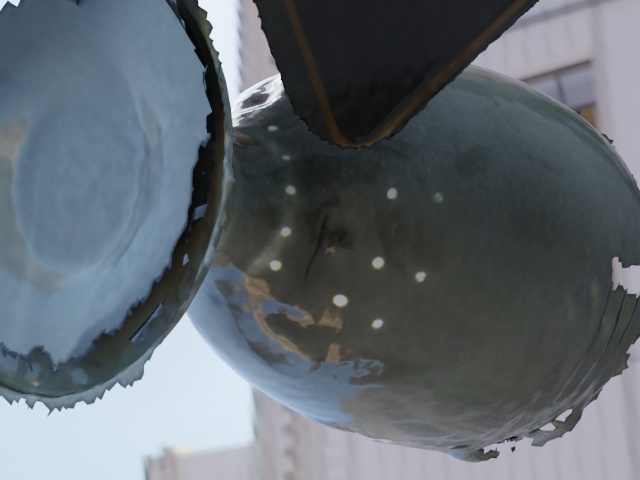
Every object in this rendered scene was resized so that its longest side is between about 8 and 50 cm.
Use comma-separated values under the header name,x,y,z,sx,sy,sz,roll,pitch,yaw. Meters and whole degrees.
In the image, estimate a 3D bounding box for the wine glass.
name,x,y,z,sx,sy,sz,roll,pitch,yaw
wine glass,0.001,-0.005,0.809,0.357,0.190,0.191,15,-114,-53

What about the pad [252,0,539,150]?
name,x,y,z,sx,sy,sz,roll,pitch,yaw
pad,0.090,-0.237,0.534,0.375,0.063,0.315,-45,-51,-32
